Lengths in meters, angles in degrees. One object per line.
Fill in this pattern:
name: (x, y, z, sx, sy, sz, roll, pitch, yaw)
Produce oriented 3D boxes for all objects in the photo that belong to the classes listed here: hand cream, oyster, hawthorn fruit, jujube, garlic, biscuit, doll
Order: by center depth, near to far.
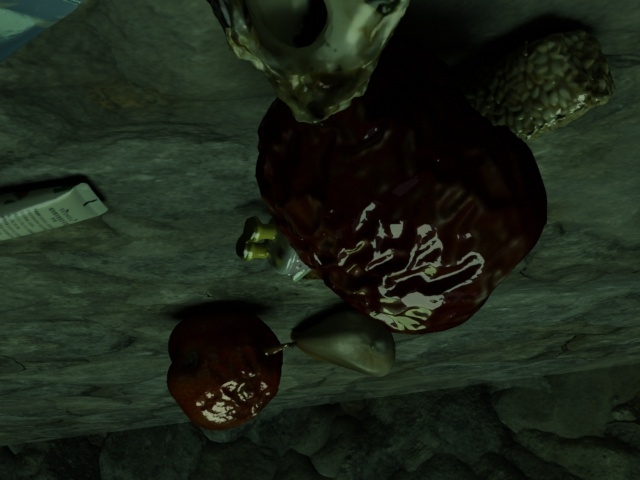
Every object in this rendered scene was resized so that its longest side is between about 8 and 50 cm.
oyster: (0.025, -0.196, 0.582, 0.166, 0.094, 0.294, 16, 135, -34)
hand cream: (-0.295, -0.135, 0.737, 0.271, 0.058, 0.091, -23, 159, 33)
jujube: (0.060, -0.041, 0.792, 0.213, 0.232, 0.213, -47, 174, -7)
biscuit: (0.175, -0.127, 0.862, 0.070, 0.082, 0.168, -24, 178, -41)
hand cream: (-0.381, -0.022, 1.086, 0.276, 0.059, 0.095, -10, 162, 0)
doll: (0.000, 0.000, 1.215, 0.207, 0.081, 0.129, 0, 131, -29)
hawthorn fruit: (-0.140, 0.204, 1.659, 0.243, 0.207, 0.207, -25, 155, 30)
garlic: (0.050, 0.188, 1.796, 0.143, 0.112, 0.318, 28, 157, -21)

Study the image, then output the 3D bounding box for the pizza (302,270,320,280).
pizza: (0.072, 0.029, 1.362, 0.185, 0.052, 0.195, 0, 179, 23)
